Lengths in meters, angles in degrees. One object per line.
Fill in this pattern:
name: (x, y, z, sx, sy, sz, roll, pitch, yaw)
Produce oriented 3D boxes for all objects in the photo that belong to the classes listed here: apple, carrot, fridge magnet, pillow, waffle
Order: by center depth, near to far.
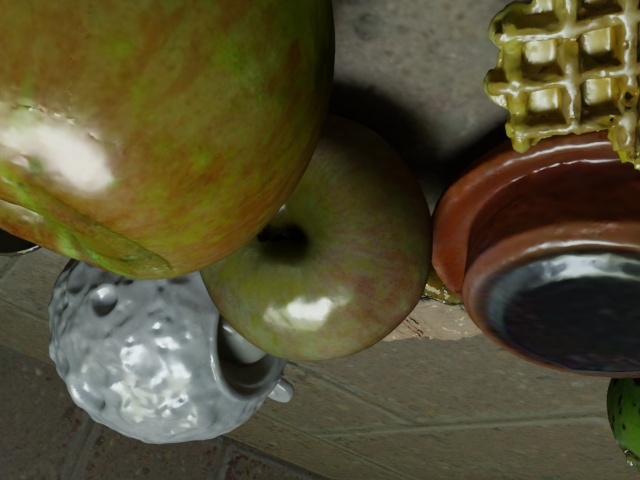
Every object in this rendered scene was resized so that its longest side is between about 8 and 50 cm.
waffle: (0.256, -0.123, 0.454, 0.253, 0.056, 0.249, 42, 122, -16)
apple: (-0.152, -0.142, 0.462, 0.339, 0.339, 0.339, 13, 151, 7)
fridge magnet: (0.290, 0.024, 0.671, 0.363, 0.155, 0.363, 11, 146, 8)
apple: (0.000, 0.000, 0.698, 0.257, 0.257, 0.234, 3, 174, 23)
carrot: (0.094, 0.030, 0.912, 0.254, 0.049, 0.049, 23, 151, -4)
pillow: (0.146, 0.123, 1.048, 0.232, 0.043, 0.126, -12, 136, 45)

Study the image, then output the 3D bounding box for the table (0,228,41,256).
table: (-0.422, -0.114, 0.829, 0.167, 0.167, 0.227, 5, 141, 19)

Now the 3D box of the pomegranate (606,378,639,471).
pomegranate: (0.521, 0.229, 0.851, 0.270, 0.254, 0.254, -21, 146, 0)

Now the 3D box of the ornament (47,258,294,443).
ornament: (-0.206, 0.109, 0.901, 0.337, 0.337, 0.337, 13, 151, 7)
